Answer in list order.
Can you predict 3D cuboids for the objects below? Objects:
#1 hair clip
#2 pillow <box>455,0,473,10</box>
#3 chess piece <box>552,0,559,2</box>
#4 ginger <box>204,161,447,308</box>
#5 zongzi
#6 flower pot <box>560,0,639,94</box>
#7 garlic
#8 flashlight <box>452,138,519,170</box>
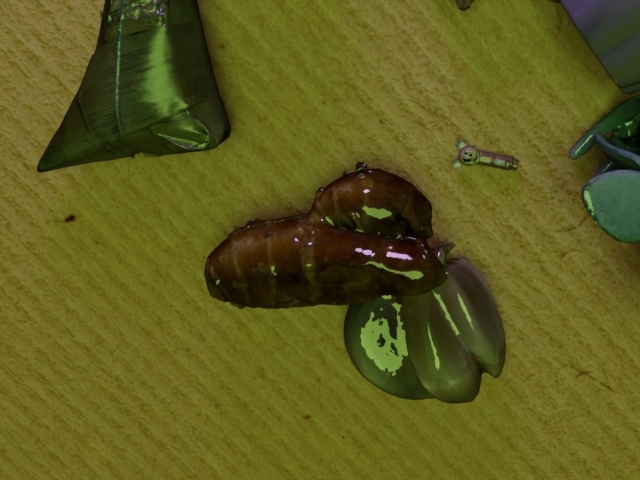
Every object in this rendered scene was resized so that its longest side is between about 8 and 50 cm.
[{"bbox_3d":[0.569,-0.083,1.139,0.318,0.238,0.392,39,107,-7],"label":"hair clip"},{"bbox_3d":[0.235,-0.500,1.116,0.223,0.084,0.236,-39,76,19],"label":"pillow"},{"bbox_3d":[0.368,-0.462,1.136,0.094,0.094,0.170,28,99,-3],"label":"chess piece"},{"bbox_3d":[0.000,0.000,1.260,0.419,0.254,0.176,-11,146,20],"label":"ginger"},{"bbox_3d":[-0.354,-0.281,1.234,0.361,0.160,0.322,-9,100,16],"label":"zongzi"},{"bbox_3d":[0.500,-0.355,1.082,0.243,0.265,0.265,-34,101,28],"label":"flower pot"},{"bbox_3d":[0.179,0.167,1.320,0.279,0.132,0.324,-11,100,18],"label":"garlic"},{"bbox_3d":[0.281,-0.138,1.263,0.111,0.031,0.052,11,107,3],"label":"flashlight"}]
